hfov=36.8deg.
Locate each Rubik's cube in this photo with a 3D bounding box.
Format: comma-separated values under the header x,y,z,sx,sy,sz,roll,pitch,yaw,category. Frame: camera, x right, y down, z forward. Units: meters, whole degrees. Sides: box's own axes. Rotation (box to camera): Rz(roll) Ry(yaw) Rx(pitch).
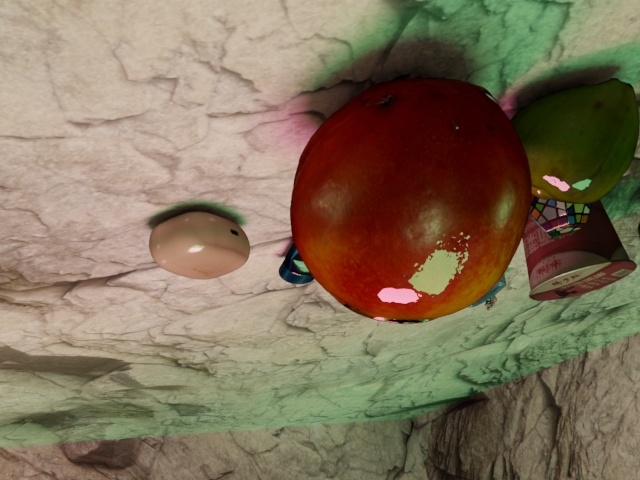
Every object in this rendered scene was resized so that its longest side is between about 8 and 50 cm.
x,y,z,sx,sy,sz,roll,pitch,yaw,category
0.470,-0.070,1.905,0.133,0.133,0.112,-13,136,0,Rubik's cube

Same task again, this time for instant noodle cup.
x,y,z,sx,sy,sz,roll,pitch,yaw,category
0.536,0.012,2.071,0.234,0.179,0.235,-13,161,-4,instant noodle cup

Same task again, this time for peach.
x,y,z,sx,sy,sz,roll,pitch,yaw,category
0.128,-0.068,1.384,0.369,0.370,0.370,-12,160,-4,peach

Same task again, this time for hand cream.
x,y,z,sx,sy,sz,roll,pitch,yaw,category
0.000,0.000,1.895,0.120,0.061,0.270,2,148,-24,hand cream

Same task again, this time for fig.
x,y,z,sx,sy,sz,roll,pitch,yaw,category
0.404,-0.166,1.533,0.203,0.203,0.225,19,106,-56,fig

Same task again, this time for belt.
x,y,z,sx,sy,sz,roll,pitch,yaw,category
0.437,0.127,2.504,0.100,0.065,0.179,6,155,-21,belt

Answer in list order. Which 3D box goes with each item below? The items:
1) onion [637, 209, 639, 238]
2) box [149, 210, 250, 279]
x,y,z,sx,sy,sz,roll,pitch,yaw,category
0.804,-0.061,2.107,0.229,0.163,0.230,4,133,4,onion
-0.213,0.011,1.716,0.145,0.088,0.200,-21,158,22,box
